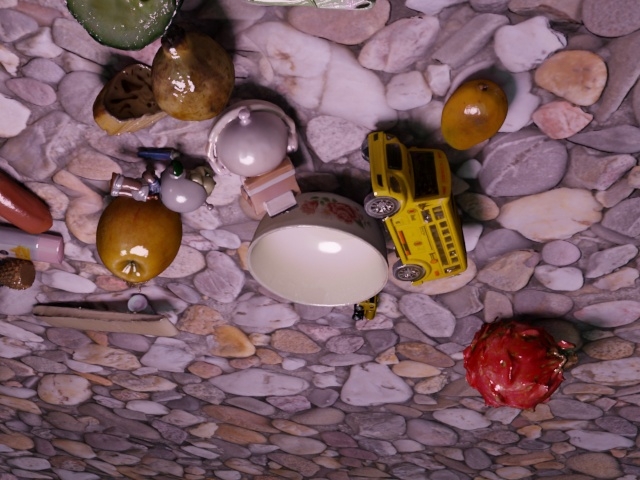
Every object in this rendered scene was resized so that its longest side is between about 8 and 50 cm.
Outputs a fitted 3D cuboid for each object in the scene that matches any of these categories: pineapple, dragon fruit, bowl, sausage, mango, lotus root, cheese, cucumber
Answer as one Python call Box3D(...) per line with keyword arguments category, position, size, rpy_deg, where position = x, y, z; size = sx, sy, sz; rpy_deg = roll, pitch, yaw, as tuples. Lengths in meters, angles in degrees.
Box3D(category="pineapple", position=(-0.733, 0.079, 2.119), size=(0.159, 0.074, 0.074), rpy_deg=(-2, 144, 23))
Box3D(category="dragon fruit", position=(0.440, 0.275, 2.024), size=(0.268, 0.210, 0.205), rpy_deg=(-15, 119, 43))
Box3D(category="bowl", position=(0.000, 0.000, 1.787), size=(0.277, 0.145, 0.277), rpy_deg=(5, 147, 3))
Box3D(category="sausage", position=(-0.623, -0.077, 1.865), size=(0.077, 0.077, 0.194), rpy_deg=(-16, 138, 31))
Box3D(category="mango", position=(0.249, -0.202, 1.522), size=(0.101, 0.066, 0.187), rpy_deg=(14, 153, -7))
Box3D(category="lotus root", position=(-0.321, -0.237, 1.570), size=(0.159, 0.095, 0.135), rpy_deg=(-17, 174, -45))
Box3D(category="lotus root", position=(-0.204, -0.261, 1.439), size=(0.138, 0.138, 0.214), rpy_deg=(2, 167, 8))
Box3D(category="cheese", position=(-0.516, 0.193, 2.208), size=(0.400, 0.034, 0.085), rpy_deg=(2, 152, 28))
Box3D(category="cucumber", position=(-0.282, -0.381, 1.326), size=(0.191, 0.130, 0.191), rpy_deg=(6, 138, 5))

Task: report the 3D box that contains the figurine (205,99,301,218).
Box3D(category="figurine", position=(-0.113, -0.156, 1.616), size=(0.162, 0.141, 0.237), rpy_deg=(-26, 138, -1))

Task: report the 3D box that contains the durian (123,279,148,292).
Box3D(category="durian", position=(-0.402, 0.070, 2.023), size=(0.080, 0.080, 0.091), rpy_deg=(-9, 99, 23))

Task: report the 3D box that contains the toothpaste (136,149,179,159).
Box3D(category="toothpaste", position=(-0.304, -0.160, 1.728), size=(0.083, 0.019, 0.027), rpy_deg=(2, 169, 11))

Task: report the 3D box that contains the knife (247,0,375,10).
Box3D(category="knife", position=(-0.021, -0.363, 1.386), size=(0.207, 0.014, 0.030), rpy_deg=(5, 146, 2))

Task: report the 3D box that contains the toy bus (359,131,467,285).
Box3D(category="toy bus", position=(0.174, -0.058, 1.669), size=(0.152, 0.144, 0.330), rpy_deg=(-11, 144, 13))

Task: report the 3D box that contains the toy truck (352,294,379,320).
Box3D(category="toy truck", position=(0.100, 0.141, 2.052), size=(0.054, 0.049, 0.083), rpy_deg=(6, 146, 1))

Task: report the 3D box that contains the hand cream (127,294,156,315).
Box3D(category="hand cream", position=(-0.423, 0.188, 2.235), size=(0.076, 0.047, 0.174), rpy_deg=(6, 153, 7))

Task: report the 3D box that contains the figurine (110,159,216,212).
Box3D(category="figurine", position=(-0.292, -0.107, 1.733), size=(0.197, 0.094, 0.147), rpy_deg=(14, 153, -13))

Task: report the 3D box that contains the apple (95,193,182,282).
Box3D(category="apple", position=(-0.363, -0.004, 1.842), size=(0.182, 0.155, 0.182), rpy_deg=(10, 147, 7))

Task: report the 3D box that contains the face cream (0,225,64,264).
Box3D(category="face cream", position=(-0.660, 0.007, 2.006), size=(0.198, 0.057, 0.084), rpy_deg=(10, 146, -3))
